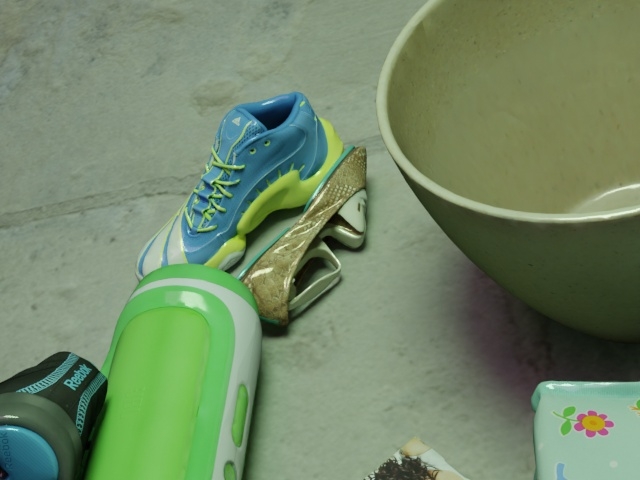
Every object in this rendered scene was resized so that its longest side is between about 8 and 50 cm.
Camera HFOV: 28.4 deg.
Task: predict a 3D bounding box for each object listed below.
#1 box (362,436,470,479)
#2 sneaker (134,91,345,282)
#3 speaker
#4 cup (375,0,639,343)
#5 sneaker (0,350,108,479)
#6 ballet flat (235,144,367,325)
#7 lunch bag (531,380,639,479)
[{"bbox_3d":[0.014,0.239,0.871,0.232,0.058,0.087,-36,52,-26],"label":"box"},{"bbox_3d":[-0.091,-0.058,1.200,0.240,0.126,0.091,-38,44,-14],"label":"sneaker"},{"bbox_3d":[-0.121,0.162,0.997,0.131,0.131,0.296,-9,45,17],"label":"speaker"},{"bbox_3d":[0.233,-0.058,0.969,0.331,0.237,0.331,-13,44,13],"label":"cup"},{"bbox_3d":[-0.279,0.218,0.979,0.341,0.125,0.139,-40,10,26],"label":"sneaker"},{"bbox_3d":[0.000,0.000,1.159,0.067,0.073,0.206,33,66,13],"label":"ballet flat"},{"bbox_3d":[0.264,0.200,0.762,0.262,0.160,0.223,-2,43,8],"label":"lunch bag"}]
